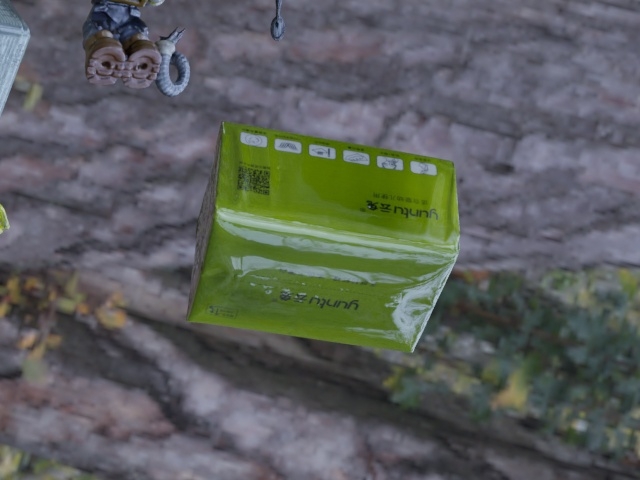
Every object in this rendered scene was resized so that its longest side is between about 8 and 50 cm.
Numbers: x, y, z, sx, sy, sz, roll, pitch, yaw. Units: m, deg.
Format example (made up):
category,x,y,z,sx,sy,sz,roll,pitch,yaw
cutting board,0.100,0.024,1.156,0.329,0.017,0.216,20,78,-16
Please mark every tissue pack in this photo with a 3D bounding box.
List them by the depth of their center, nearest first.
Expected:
category,x,y,z,sx,sy,sz,roll,pitch,yaw
tissue pack,0.000,0.000,1.574,0.200,0.274,0.167,110,-13,-48

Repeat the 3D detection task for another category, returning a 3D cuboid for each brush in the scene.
category,x,y,z,sx,sy,sz,roll,pitch,yaw
brush,-0.069,-0.364,2.217,0.008,0.024,0.083,-97,-172,-66

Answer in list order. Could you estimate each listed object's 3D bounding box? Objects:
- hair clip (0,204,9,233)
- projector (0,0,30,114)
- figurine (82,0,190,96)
category,x,y,z,sx,sy,sz,roll,pitch,yaw
hair clip,-0.517,-0.019,2.012,0.173,0.046,0.072,-55,132,-71
projector,-0.490,-0.268,1.826,0.257,0.099,0.192,50,-58,39
figurine,-0.321,-0.415,2.098,0.186,0.261,0.382,-48,-138,40
